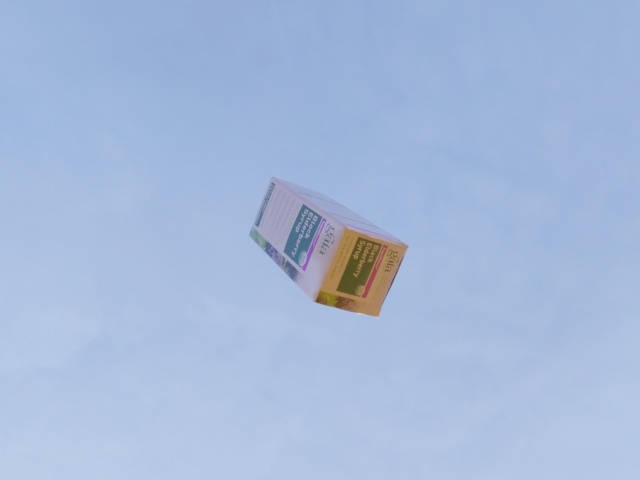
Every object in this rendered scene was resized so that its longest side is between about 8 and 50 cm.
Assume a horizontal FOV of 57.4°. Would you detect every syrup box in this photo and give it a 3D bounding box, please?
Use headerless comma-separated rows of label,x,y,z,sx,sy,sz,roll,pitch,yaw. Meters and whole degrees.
syrup box,0.000,0.000,0.745,0.096,0.237,0.093,16,-79,-29
